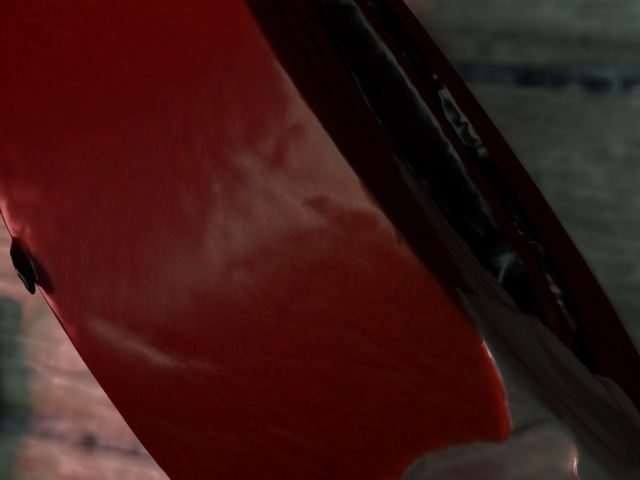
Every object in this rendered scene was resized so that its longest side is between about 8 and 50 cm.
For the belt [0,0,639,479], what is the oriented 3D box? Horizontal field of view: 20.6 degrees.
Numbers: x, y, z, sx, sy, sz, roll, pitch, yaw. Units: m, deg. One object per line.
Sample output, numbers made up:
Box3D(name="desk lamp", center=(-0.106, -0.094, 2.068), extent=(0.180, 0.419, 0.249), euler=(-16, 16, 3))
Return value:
Box3D(name="belt", center=(0.000, 0.000, 0.596), extent=(0.115, 0.227, 0.324), euler=(-38, 63, 17))
